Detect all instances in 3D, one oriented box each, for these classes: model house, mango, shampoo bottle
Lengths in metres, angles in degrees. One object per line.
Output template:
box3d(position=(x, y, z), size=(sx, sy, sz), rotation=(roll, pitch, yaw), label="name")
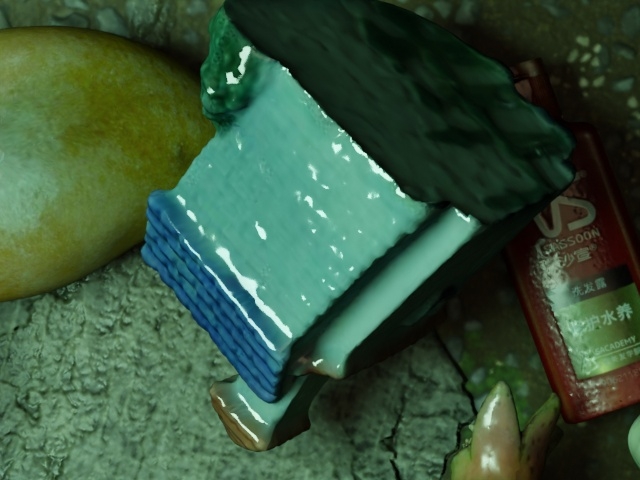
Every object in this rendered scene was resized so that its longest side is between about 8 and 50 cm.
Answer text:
box3d(position=(0.000, 0.000, 1.245), size=(0.252, 0.295, 0.329), rotation=(42, 119, 16), label="model house")
box3d(position=(-0.243, -0.063, 1.263), size=(0.384, 0.199, 0.221), rotation=(-7, 83, -16), label="mango")
box3d(position=(0.216, -0.002, 1.337), size=(0.118, 0.076, 0.314), rotation=(-20, 88, 10), label="shampoo bottle")

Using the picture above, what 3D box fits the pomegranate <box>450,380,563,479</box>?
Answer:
box3d(position=(0.110, 0.287, 1.227), size=(0.291, 0.291, 0.323), rotation=(-11, 69, -4), label="pomegranate")

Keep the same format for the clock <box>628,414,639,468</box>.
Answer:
box3d(position=(0.378, 0.198, 1.345), size=(0.151, 0.062, 0.191), rotation=(-39, 91, -4), label="clock")
